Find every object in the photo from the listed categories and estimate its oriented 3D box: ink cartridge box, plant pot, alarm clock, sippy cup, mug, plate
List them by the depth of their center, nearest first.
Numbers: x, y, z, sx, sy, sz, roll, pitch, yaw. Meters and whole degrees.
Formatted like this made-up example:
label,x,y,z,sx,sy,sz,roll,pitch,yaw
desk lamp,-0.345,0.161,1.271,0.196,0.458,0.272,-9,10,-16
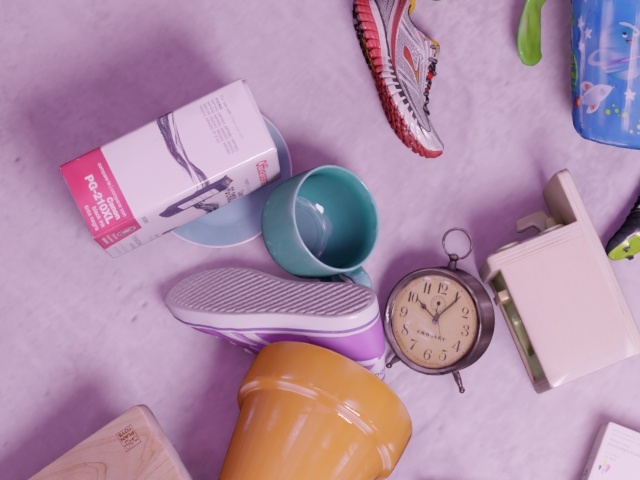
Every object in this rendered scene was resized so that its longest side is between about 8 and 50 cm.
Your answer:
label,x,y,z,sx,sy,sz,roll,pitch,yaw
plant pot,-0.025,0.251,1.787,0.205,0.205,0.188,28,58,5
ink cartridge box,-0.171,-0.082,1.861,0.237,0.172,0.100,-26,82,-3
ink cartridge box,0.359,0.330,1.870,0.115,0.067,0.198,21,82,4
sippy cup,0.397,-0.225,1.875,0.240,0.305,0.224,2,103,-21
alarm clock,0.150,0.077,1.889,0.129,0.064,0.192,18,103,27
mug,-0.007,-0.005,1.897,0.129,0.097,0.158,9,75,-34
plate,-0.128,-0.081,1.960,0.188,0.024,0.188,0,81,1

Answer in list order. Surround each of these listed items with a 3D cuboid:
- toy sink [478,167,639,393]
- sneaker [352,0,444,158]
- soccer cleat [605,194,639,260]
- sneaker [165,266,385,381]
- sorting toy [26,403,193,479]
label,x,y,z,sx,sy,sz,roll,pitch,yaw
toy sink,0.272,0.053,1.872,0.131,0.153,0.234,-22,83,-2
sneaker,0.112,-0.210,1.945,0.093,0.088,0.225,-17,82,-3
soccer cleat,0.416,-0.044,1.938,0.179,0.060,0.072,-38,60,-2
sneaker,-0.054,0.128,1.890,0.282,0.161,0.102,9,38,28
sorting toy,-0.230,0.362,1.834,0.257,0.089,0.255,-35,81,13
